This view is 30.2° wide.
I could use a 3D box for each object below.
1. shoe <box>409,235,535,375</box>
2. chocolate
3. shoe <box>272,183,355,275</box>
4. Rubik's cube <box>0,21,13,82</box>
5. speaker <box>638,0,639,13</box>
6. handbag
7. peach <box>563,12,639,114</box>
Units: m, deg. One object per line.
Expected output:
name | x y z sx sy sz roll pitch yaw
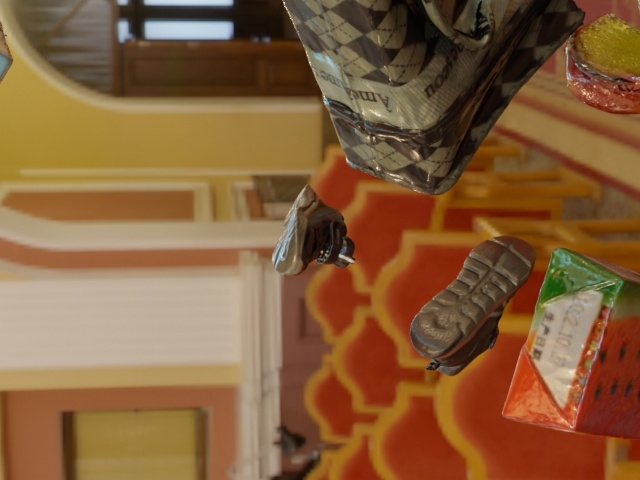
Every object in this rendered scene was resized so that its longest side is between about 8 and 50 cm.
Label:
shoe | 0.265 0.114 1.954 0.114 0.291 0.137 26 150 35
chocolate | 0.550 0.216 2.298 0.161 0.360 0.341 19 93 44
shoe | 0.000 0.000 1.483 0.071 0.099 0.169 -57 10 29
Rubik's cube | -0.647 -0.244 1.708 0.291 0.290 0.291 -56 26 8
speaker | 0.491 -0.295 1.413 0.183 0.184 0.406 -40 24 33
handbag | 0.109 -0.291 1.108 0.180 0.317 0.416 27 154 38
peach | 0.398 -0.219 1.546 0.127 0.172 0.092 -56 -23 -35
